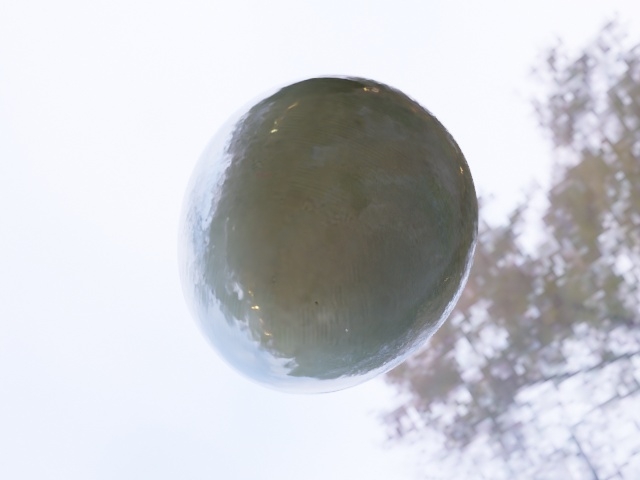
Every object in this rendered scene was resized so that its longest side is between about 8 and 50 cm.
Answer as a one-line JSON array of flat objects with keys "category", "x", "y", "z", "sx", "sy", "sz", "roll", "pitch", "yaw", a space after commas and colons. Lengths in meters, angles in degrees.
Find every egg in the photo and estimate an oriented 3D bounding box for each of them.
[{"category": "egg", "x": 0.000, "y": 0.000, "z": 1.273, "sx": 0.218, "sy": 0.218, "sz": 0.295, "roll": 45, "pitch": -147, "yaw": -9}]
